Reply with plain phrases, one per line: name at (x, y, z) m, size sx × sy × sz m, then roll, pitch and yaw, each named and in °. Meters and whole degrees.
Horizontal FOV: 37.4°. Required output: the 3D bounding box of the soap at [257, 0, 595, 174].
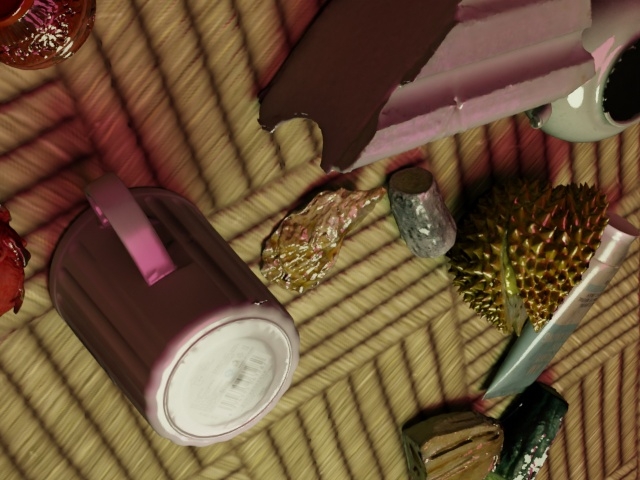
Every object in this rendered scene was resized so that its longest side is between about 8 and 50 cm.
soap at (0.097, -0.228, 0.836) m, size 0.302 × 0.159 × 0.257 m, roll -23°, pitch 135°, yaw -25°

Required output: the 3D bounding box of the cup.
cup at (-0.145, 0.059, 0.830) m, size 0.221 × 0.202 × 0.167 m, roll 31°, pitch 97°, yaw -46°

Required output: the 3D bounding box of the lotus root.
lotus root at (0.186, 0.295, 1.339) m, size 0.144 × 0.070 × 0.143 m, roll -18°, pitch 123°, yaw -21°

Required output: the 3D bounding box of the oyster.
oyster at (0.000, 0.000, 1.019) m, size 0.146 × 0.045 × 0.121 m, roll -26°, pitch 146°, yaw -19°

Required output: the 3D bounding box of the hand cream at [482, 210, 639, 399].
hand cream at (0.331, 0.104, 1.314) m, size 0.111 × 0.070 × 0.312 m, roll -3°, pitch 126°, yaw -45°

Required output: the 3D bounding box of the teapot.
teapot at (0.308, -0.197, 1.036) m, size 0.294 × 0.129 × 0.193 m, roll -21°, pitch 131°, yaw -23°

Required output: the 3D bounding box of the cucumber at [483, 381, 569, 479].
cucumber at (0.295, 0.302, 1.418) m, size 0.193 × 0.086 × 0.115 m, roll -55°, pitch 179°, yaw 7°

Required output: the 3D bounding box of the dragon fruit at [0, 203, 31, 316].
dragon fruit at (-0.301, 0.023, 0.756) m, size 0.142 × 0.130 × 0.121 m, roll -55°, pitch 179°, yaw 29°

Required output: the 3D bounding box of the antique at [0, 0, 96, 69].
antique at (-0.213, -0.174, 0.690) m, size 0.104 × 0.104 × 0.104 m, roll -19°, pitch 130°, yaw -25°

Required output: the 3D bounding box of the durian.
durian at (0.237, -0.006, 1.126) m, size 0.193 × 0.138 × 0.237 m, roll -59°, pitch 177°, yaw 23°

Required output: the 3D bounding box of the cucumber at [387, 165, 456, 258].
cucumber at (0.112, -0.032, 1.061) m, size 0.064 × 0.064 × 0.112 m, roll -38°, pitch 133°, yaw -8°
